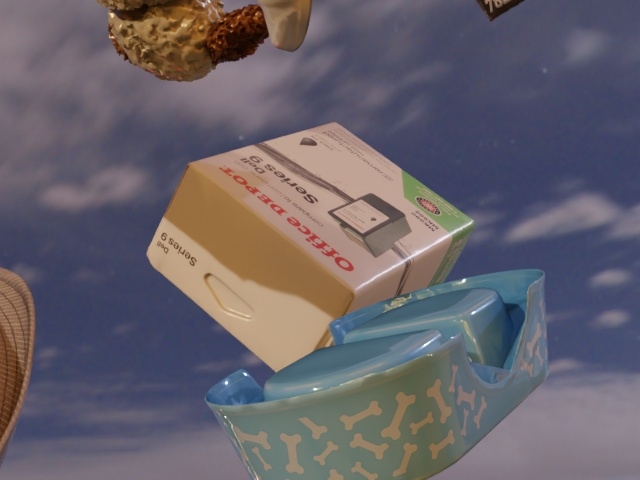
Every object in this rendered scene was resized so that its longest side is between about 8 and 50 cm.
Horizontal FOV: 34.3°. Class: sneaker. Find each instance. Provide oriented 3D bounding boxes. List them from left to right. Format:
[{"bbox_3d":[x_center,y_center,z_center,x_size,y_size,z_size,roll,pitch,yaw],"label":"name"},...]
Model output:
[{"bbox_3d":[-0.034,-0.176,0.617,0.061,0.054,0.152,-3,-38,-1],"label":"sneaker"}]

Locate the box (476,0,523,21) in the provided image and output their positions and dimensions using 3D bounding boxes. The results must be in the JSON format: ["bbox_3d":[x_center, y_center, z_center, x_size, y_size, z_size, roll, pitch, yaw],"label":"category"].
[{"bbox_3d":[0.329,-0.378,1.088,0.295,0.073,0.293,-42,12,-26],"label":"box"}]

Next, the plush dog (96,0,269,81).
[{"bbox_3d":[-0.167,-0.265,1.057,0.262,0.210,0.225,13,-44,44],"label":"plush dog"}]

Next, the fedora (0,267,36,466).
[{"bbox_3d":[-0.287,0.089,0.554,0.244,0.275,0.124,-8,-41,23],"label":"fedora"}]

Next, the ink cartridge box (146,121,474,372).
[{"bbox_3d":[0.000,0.000,1.060,0.289,0.211,0.121,-26,-31,-58],"label":"ink cartridge box"}]

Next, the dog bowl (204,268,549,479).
[{"bbox_3d":[0.053,0.091,0.687,0.166,0.074,0.297,-14,4,33],"label":"dog bowl"}]
